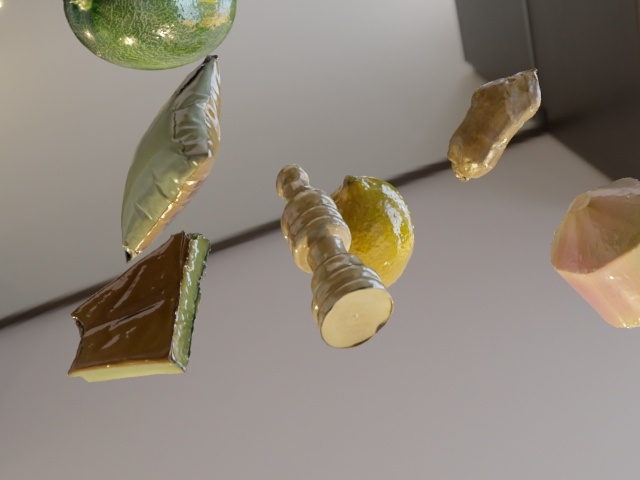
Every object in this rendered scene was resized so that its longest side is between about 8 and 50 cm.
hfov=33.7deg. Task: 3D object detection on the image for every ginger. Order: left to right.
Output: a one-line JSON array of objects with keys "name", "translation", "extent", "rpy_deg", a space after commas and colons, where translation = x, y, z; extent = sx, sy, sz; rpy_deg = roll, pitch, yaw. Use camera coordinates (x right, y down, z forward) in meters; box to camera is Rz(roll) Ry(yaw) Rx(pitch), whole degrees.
[{"name": "ginger", "translation": [0.245, -0.167, 1.497], "extent": [0.069, 0.095, 0.190], "rpy_deg": [42, -74, 36]}]

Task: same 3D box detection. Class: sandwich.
[{"name": "sandwich", "translation": [-0.296, 0.100, 1.669], "extent": [0.212, 0.063, 0.245], "rpy_deg": [-9, -129, 20]}]

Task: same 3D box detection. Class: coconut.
[{"name": "coconut", "translation": [0.533, 0.009, 1.871], "extent": [0.233, 0.245, 0.233], "rpy_deg": [-35, -157, 17]}]

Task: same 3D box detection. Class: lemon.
[{"name": "lemon", "translation": [0.071, -0.007, 1.798], "extent": [0.187, 0.244, 0.187], "rpy_deg": [-1, -142, 0]}]

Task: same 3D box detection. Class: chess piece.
[{"name": "chess piece", "translation": [0.000, 0.000, 1.587], "extent": [0.124, 0.139, 0.307], "rpy_deg": [-34, -126, 13]}]

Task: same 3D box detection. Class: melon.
[{"name": "melon", "translation": [-0.220, -0.307, 1.351], "extent": [0.182, 0.182, 0.288], "rpy_deg": [2, -167, 26]}]

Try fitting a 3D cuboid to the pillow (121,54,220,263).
[{"name": "pillow", "translation": [-0.279, -0.157, 1.986], "extent": [0.310, 0.119, 0.312], "rpy_deg": [-44, -149, 34]}]
